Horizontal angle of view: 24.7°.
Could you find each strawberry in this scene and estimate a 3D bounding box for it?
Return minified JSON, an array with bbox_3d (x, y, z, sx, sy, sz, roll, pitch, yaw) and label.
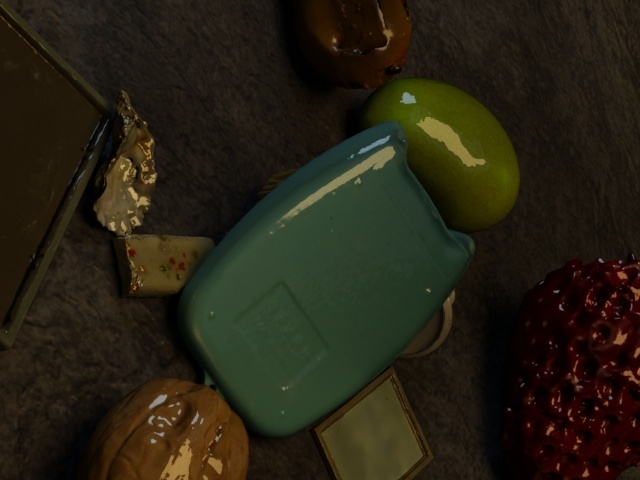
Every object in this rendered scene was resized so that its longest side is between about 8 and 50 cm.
[{"bbox_3d":[0.393,0.217,2.072,0.345,0.295,0.317,-60,159,-27],"label":"strawberry"}]

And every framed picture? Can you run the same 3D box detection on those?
[{"bbox_3d":[0.068,0.257,1.832,0.201,0.010,0.136,-31,98,-54],"label":"framed picture"},{"bbox_3d":[-0.339,-0.090,1.455,0.247,0.022,0.335,46,42,-30],"label":"framed picture"}]

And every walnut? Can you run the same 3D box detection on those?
[{"bbox_3d":[-0.154,0.226,1.439,0.159,0.159,0.206,52,41,-24],"label":"walnut"}]

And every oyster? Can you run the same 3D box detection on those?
[{"bbox_3d":[-0.213,-0.076,1.578,0.121,0.045,0.146,-60,151,-60],"label":"oyster"}]

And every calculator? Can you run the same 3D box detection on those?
[{"bbox_3d":[0.008,0.053,1.678,0.386,0.054,0.256,-41,112,-18],"label":"calculator"}]

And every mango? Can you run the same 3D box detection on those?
[{"bbox_3d":[0.174,-0.130,2.037,0.273,0.149,0.185,46,44,-22],"label":"mango"},{"bbox_3d":[0.027,-0.315,1.939,0.156,0.151,0.248,-23,86,-18],"label":"mango"}]

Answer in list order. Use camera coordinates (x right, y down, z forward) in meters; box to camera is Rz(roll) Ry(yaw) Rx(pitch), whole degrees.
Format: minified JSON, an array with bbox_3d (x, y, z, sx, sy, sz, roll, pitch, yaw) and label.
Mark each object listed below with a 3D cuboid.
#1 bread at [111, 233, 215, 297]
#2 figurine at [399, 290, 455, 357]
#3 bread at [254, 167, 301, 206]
[{"bbox_3d":[-0.167,0.028,1.620,0.154,0.028,0.068,4,69,-53],"label":"bread"},{"bbox_3d":[0.125,0.070,1.918,0.132,0.132,0.154,65,24,-7],"label":"figurine"},{"bbox_3d":[0.000,0.000,1.780,0.132,0.114,0.190,-52,123,-47],"label":"bread"}]
